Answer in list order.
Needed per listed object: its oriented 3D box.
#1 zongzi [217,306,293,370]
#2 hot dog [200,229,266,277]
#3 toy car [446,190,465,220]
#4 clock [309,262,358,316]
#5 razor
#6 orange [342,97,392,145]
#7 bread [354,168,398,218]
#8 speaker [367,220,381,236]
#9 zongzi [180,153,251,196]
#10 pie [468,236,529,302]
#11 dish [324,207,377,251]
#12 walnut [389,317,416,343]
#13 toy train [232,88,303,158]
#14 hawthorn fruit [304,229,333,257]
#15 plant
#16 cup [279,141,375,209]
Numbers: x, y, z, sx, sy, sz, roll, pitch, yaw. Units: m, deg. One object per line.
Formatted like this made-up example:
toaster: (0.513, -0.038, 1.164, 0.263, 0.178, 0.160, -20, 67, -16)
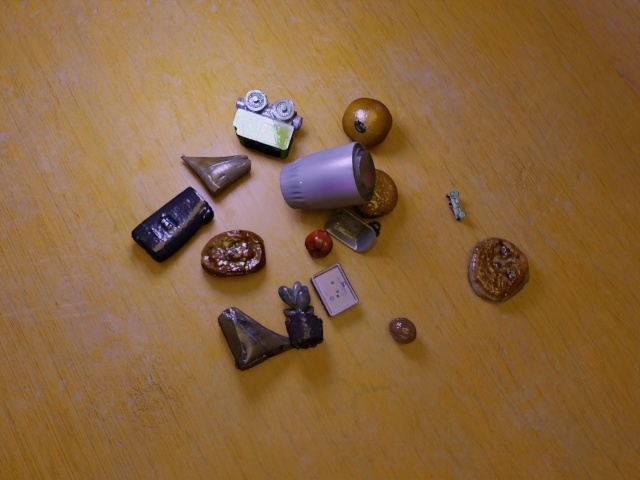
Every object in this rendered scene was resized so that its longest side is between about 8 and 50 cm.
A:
zongzi: (-0.244, 0.360, 1.668, 0.288, 0.123, 0.260, -20, 73, -29)
hot dog: (-0.365, 0.059, 1.715, 0.271, 0.122, 0.196, -5, 76, -12)
toy car: (0.647, -0.163, 1.959, 0.054, 0.073, 0.144, -14, 78, 4)
clock: (0.056, 0.214, 1.764, 0.146, 0.071, 0.192, -26, 81, -15)
razor: (-0.610, -0.070, 1.715, 0.189, 0.107, 0.327, 44, 72, 5)
orange: (0.219, -0.553, 1.918, 0.235, 0.236, 0.237, 2, 75, -8)
bread: (0.238, -0.212, 1.870, 0.239, 0.139, 0.240, 2, 75, -9)
speaker: (0.239, -0.047, 1.878, 0.075, 0.060, 0.094, 51, 39, 6)
zongzi: (-0.460, -0.346, 1.822, 0.228, 0.115, 0.256, -40, 74, -20)
pie: (0.826, 0.128, 1.901, 0.314, 0.092, 0.316, 2, 75, -7)
dish: (0.148, -0.050, 1.830, 0.234, 0.154, 0.064, 36, 38, 2)
walnut: (0.352, 0.385, 1.751, 0.124, 0.105, 0.105, 26, 72, 14)
toy train: (-0.248, -0.527, 1.869, 0.306, 0.173, 0.249, 18, 82, -4)
hawthorn fruit: (-0.002, 0.006, 1.785, 0.125, 0.125, 0.140, 29, 75, 0)
plant: (-0.080, 0.305, 1.687, 0.146, 0.149, 0.275, 17, 46, -48)
cup: (0.034, -0.254, 1.729, 0.371, 0.253, 0.254, -8, 74, 25)
